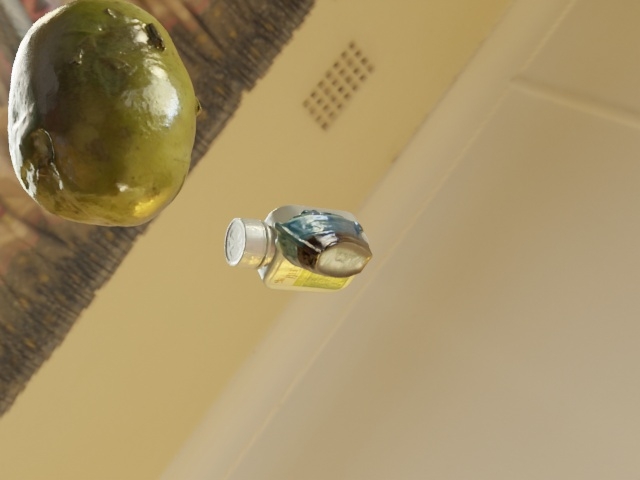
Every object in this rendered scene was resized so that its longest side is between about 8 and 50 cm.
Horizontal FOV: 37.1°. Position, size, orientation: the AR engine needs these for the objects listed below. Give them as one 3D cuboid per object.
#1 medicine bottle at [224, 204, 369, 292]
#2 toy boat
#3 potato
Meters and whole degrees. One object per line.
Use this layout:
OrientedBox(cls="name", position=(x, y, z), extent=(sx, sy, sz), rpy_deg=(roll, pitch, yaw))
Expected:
OrientedBox(cls="medicine bottle", position=(-0.034, 0.010, 1.285), extent=(0.119, 0.183, 0.069), rpy_deg=(-62, -145, 32))
OrientedBox(cls="toy boat", position=(0.000, 0.000, 0.867), extent=(0.061, 0.137, 0.060), rpy_deg=(41, -75, 21))
OrientedBox(cls="potato", position=(-0.212, -0.126, 0.919), extent=(0.197, 0.148, 0.228), rpy_deg=(4, -107, 13))
